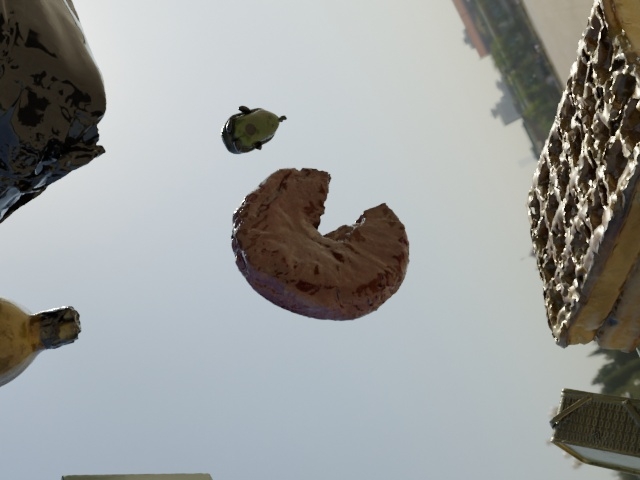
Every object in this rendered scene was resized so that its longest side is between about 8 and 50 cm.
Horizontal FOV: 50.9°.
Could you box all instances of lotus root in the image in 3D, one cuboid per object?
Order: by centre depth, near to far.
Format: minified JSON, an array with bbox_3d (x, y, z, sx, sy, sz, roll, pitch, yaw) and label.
[{"bbox_3d":[-0.535,0.158,1.060,0.183,0.309,0.183,173,90,-78],"label":"lotus root"}]

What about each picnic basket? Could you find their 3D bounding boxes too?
[{"bbox_3d":[0.417,0.270,0.936,0.115,0.164,0.080,37,-116,-34],"label":"picnic basket"}]

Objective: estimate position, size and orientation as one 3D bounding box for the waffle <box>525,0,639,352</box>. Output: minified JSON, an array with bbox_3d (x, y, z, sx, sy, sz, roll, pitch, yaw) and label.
[{"bbox_3d":[0.282,-0.061,0.645,0.308,0.091,0.213,91,-178,-49],"label":"waffle"}]

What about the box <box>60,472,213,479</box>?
[{"bbox_3d":[-0.272,0.465,0.963,0.224,0.225,0.117,11,-169,-30],"label":"box"}]

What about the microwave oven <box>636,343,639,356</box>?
[{"bbox_3d":[0.599,0.189,0.872,0.355,0.286,0.219,49,-157,-20],"label":"microwave oven"}]

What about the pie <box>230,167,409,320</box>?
[{"bbox_3d":[0.000,0.000,0.795,0.218,0.054,0.204,21,-131,3],"label":"pie"}]

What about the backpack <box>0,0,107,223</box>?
[{"bbox_3d":[-0.511,-0.182,1.019,0.254,0.445,0.364,19,-141,-51],"label":"backpack"}]

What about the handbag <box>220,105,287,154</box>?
[{"bbox_3d":[-0.102,-0.172,1.024,0.111,0.047,0.072,-30,-77,-37],"label":"handbag"}]
